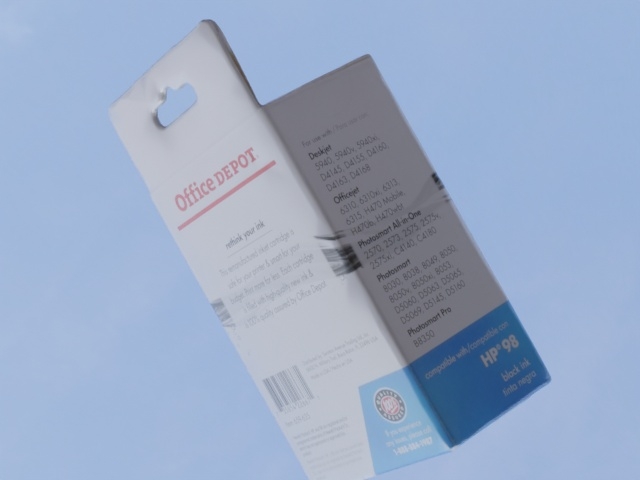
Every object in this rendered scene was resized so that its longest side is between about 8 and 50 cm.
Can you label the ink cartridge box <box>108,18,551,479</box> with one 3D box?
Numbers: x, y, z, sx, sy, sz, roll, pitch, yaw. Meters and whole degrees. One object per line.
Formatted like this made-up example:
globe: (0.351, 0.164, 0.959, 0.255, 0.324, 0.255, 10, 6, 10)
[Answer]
ink cartridge box: (0.000, 0.000, 0.624, 0.060, 0.104, 0.180, -29, -90, -35)
